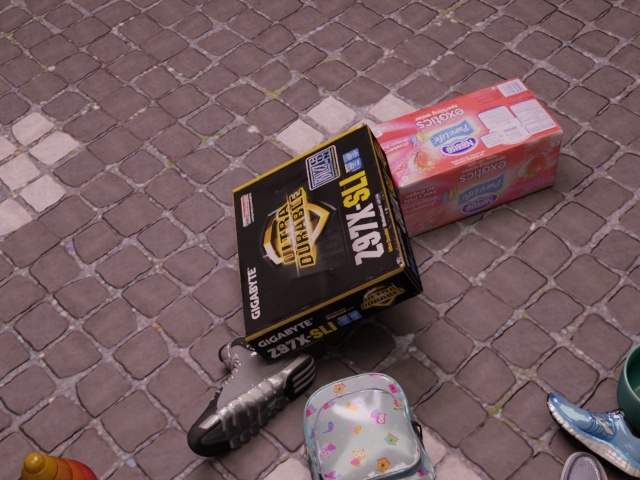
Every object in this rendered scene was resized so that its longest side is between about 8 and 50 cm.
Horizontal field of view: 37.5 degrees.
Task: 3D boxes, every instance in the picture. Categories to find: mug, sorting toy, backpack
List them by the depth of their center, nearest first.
[{"bbox_3d":[-0.260,0.354,1.250,0.365,0.126,0.127,13,52,17],"label":"sorting toy"},{"bbox_3d":[0.058,0.274,1.279,0.165,0.144,0.188,-18,48,-2],"label":"backpack"},{"bbox_3d":[0.494,0.218,1.311,0.157,0.097,0.129,15,53,16],"label":"mug"}]

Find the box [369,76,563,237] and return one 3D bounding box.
[{"bbox_3d":[0.239,-0.139,1.603,0.299,0.142,0.154,-20,51,-11],"label":"box"}]

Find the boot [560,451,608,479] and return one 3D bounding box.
[{"bbox_3d":[0.349,0.349,1.223,0.069,0.086,0.190,3,51,8],"label":"boot"}]

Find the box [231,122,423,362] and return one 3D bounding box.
[{"bbox_3d":[-0.002,-0.004,1.425,0.257,0.079,0.322,-24,43,14],"label":"box"}]

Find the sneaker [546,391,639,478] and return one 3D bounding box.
[{"bbox_3d":[0.387,0.256,1.301,0.162,0.063,0.073,34,86,19],"label":"sneaker"}]

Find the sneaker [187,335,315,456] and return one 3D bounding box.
[{"bbox_3d":[-0.128,0.217,1.389,0.228,0.086,0.132,-31,49,-32],"label":"sneaker"}]
